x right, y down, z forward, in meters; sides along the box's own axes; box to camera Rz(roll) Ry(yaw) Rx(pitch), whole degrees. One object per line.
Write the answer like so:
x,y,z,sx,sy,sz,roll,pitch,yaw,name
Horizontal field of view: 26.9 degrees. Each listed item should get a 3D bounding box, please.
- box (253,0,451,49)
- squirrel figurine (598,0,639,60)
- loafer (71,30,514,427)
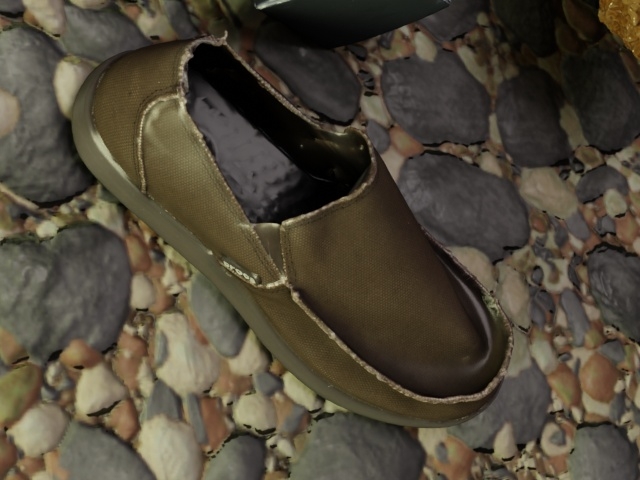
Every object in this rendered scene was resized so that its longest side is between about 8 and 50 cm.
0.002,-0.259,0.954,0.153,0.108,0.207,12,62,-70,box
0.333,-0.250,1.109,0.397,0.281,0.370,-31,112,-33,squirrel figurine
0.000,0.000,0.895,0.366,0.130,0.133,37,59,-17,loafer
